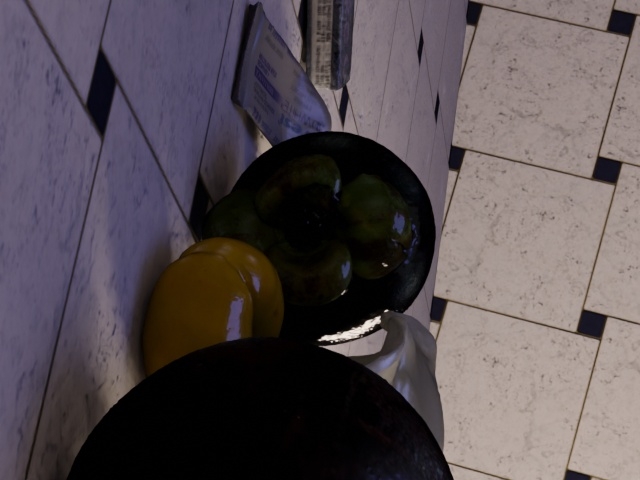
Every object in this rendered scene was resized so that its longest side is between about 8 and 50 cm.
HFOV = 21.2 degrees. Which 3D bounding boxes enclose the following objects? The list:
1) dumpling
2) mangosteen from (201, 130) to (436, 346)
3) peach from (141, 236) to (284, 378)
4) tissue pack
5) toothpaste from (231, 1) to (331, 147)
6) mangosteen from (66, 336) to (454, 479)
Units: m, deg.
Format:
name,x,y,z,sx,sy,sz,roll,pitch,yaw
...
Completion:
name,x,y,z,sx,sy,sz,roll,pitch,yaw
dumpling,-0.003,0.203,1.570,0.318,0.187,0.243,-44,164,-1
mangosteen,0.000,0.000,1.657,0.243,0.242,0.243,5,90,-80
peach,-0.093,0.080,1.492,0.179,0.103,0.179,6,90,-78
tissue pack,0.013,-0.263,2.043,0.112,0.051,0.156,-52,146,-76
toothpaste,-0.037,-0.148,1.826,0.282,0.068,0.099,53,16,-66
mangosteen,-0.052,0.219,1.282,0.330,0.330,0.330,5,90,-80
